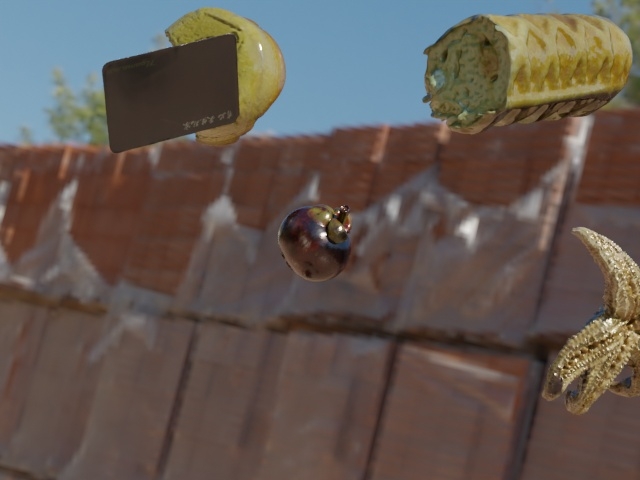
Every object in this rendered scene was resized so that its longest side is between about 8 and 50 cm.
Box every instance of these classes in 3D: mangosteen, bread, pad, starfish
[{"bbox_3d":[-0.003,0.002,1.566,0.081,0.081,0.081,14,-8,2],"label":"mangosteen"},{"bbox_3d":[-0.107,-0.195,1.787,0.125,0.156,0.086,-16,-13,14],"label":"bread"},{"bbox_3d":[-0.159,-0.159,1.682,0.157,0.112,0.003,-17,37,-23],"label":"pad"},{"bbox_3d":[0.186,-0.147,1.330,0.087,0.098,0.269,14,15,33],"label":"bread"},{"bbox_3d":[0.319,0.080,1.660,0.071,0.238,0.216,31,-7,46],"label":"starfish"}]
